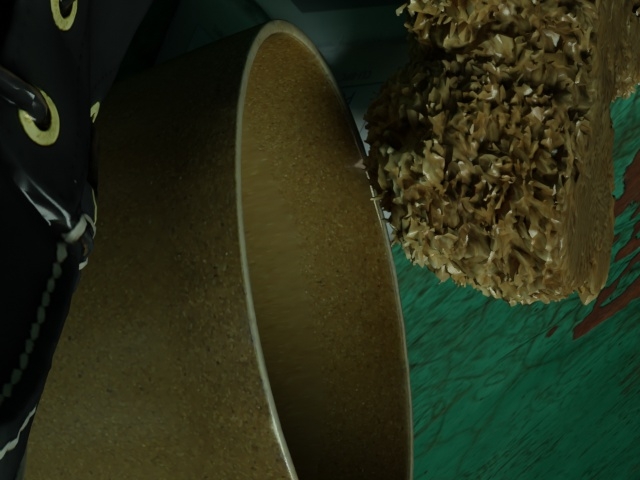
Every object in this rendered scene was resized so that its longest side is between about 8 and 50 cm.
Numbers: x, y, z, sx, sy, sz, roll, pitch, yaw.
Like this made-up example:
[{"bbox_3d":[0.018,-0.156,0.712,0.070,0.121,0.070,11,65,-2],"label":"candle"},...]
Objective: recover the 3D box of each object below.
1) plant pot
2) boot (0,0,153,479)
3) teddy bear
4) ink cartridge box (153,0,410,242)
[{"bbox_3d":[-0.111,0.048,0.655,0.254,0.237,0.237,-11,158,14],"label":"plant pot"},{"bbox_3d":[-0.079,-0.104,0.420,0.138,0.377,0.284,30,105,-17],"label":"boot"},{"bbox_3d":[0.089,-0.141,0.710,0.245,0.113,0.338,-24,118,-60],"label":"teddy bear"},{"bbox_3d":[0.000,0.000,0.915,0.308,0.091,0.385,-14,141,-44],"label":"ink cartridge box"}]
